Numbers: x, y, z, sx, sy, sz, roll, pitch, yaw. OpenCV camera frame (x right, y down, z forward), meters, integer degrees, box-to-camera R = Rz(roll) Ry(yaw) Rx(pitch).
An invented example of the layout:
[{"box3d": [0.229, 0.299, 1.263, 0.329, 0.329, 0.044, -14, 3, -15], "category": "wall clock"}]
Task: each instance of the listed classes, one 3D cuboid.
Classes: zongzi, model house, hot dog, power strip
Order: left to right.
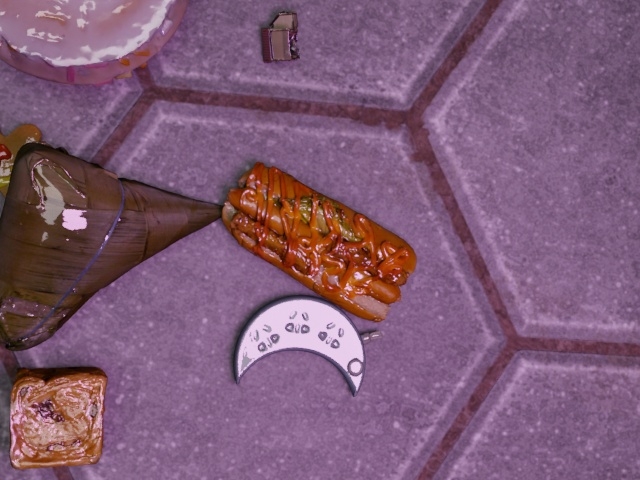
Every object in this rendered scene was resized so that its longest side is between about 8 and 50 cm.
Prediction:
[{"box3d": [-0.351, 0.037, 1.313, 0.360, 0.160, 0.323, 13, 106, -35], "category": "zongzi"}, {"box3d": [-0.071, -0.352, 1.392, 0.058, 0.057, 0.083, 0, 108, 18], "category": "model house"}, {"box3d": [-0.019, 0.178, 1.371, 0.253, 0.054, 0.168, 5, 88, -6], "category": "power strip"}, {"box3d": [0.000, 0.000, 1.349, 0.348, 0.117, 0.158, 32, 83, -5], "category": "hot dog"}]

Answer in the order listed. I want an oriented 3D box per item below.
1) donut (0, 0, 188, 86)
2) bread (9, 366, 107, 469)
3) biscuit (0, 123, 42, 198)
[{"box3d": [-0.395, -0.427, 1.302, 0.382, 0.142, 0.383, 0, 87, -7], "category": "donut"}, {"box3d": [-0.416, 0.278, 1.271, 0.149, 0.143, 0.158, 6, 87, -14], "category": "bread"}, {"box3d": [-0.510, -0.120, 1.329, 0.240, 0.035, 0.158, 38, 81, -5], "category": "biscuit"}]
